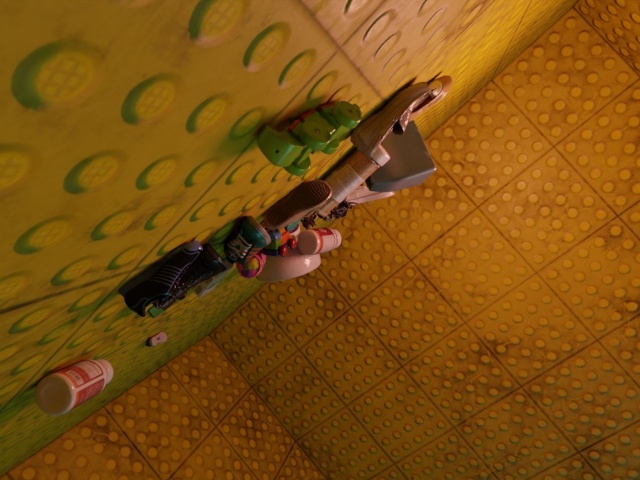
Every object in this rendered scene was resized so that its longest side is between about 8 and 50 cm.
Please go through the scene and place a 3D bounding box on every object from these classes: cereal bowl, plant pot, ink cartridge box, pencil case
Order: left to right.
[{"bbox_3d":[-0.386,0.124,1.677,0.225,0.056,0.181,-34,173,-47],"label":"ink cartridge box"},{"bbox_3d":[-0.266,0.082,1.620,0.104,0.104,0.236,-40,-175,-1],"label":"pencil case"},{"bbox_3d":[-0.172,0.078,2.067,0.339,0.141,0.339,-11,-166,3],"label":"cereal bowl"},{"bbox_3d":[0.302,-0.334,1.801,0.253,0.246,0.248,-24,175,-3],"label":"plant pot"}]

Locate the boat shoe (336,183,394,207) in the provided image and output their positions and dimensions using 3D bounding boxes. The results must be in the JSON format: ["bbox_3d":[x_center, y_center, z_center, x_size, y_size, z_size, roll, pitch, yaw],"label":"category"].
[{"bbox_3d":[0.192,-0.274,2.188,0.368,0.156,0.136,-11,-168,20],"label":"boat shoe"}]

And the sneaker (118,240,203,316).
[{"bbox_3d":[-0.386,0.096,1.069,0.232,0.090,0.081,-39,176,-20],"label":"sneaker"}]

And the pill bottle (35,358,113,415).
[{"bbox_3d":[-0.739,0.436,1.280,0.121,0.121,0.216,-41,176,4],"label":"pill bottle"}]

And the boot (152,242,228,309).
[{"bbox_3d":[-0.402,0.127,1.265,0.229,0.091,0.263,-39,178,-25],"label":"boot"}]

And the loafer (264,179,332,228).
[{"bbox_3d":[-0.082,-0.127,1.490,0.269,0.101,0.092,-30,175,-14],"label":"loafer"}]

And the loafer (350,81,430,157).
[{"bbox_3d":[0.243,-0.397,1.381,0.319,0.111,0.112,-40,176,-3],"label":"loafer"}]

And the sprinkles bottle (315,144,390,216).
[{"bbox_3d":[0.104,-0.249,1.652,0.355,0.121,0.121,-42,176,17],"label":"sprinkles bottle"}]

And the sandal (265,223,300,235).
[{"bbox_3d":[-0.153,-0.024,1.856,0.169,0.102,0.416,-42,175,7],"label":"sandal"}]

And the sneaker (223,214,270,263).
[{"bbox_3d":[-0.247,0.015,1.362,0.121,0.108,0.302,-44,179,-21],"label":"sneaker"}]

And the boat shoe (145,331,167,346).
[{"bbox_3d":[-0.759,0.458,1.935,0.040,0.049,0.142,-22,176,6],"label":"boat shoe"}]

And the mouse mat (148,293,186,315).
[{"bbox_3d":[-0.550,0.220,1.517,0.153,0.007,0.189,-39,175,-24],"label":"mouse mat"}]

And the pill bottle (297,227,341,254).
[{"bbox_3d":[0.000,0.000,1.986,0.121,0.121,0.221,-43,162,29],"label":"pill bottle"}]

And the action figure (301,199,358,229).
[{"bbox_3d":[0.038,-0.153,2.005,0.276,0.140,0.164,-24,170,-13],"label":"action figure"}]

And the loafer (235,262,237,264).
[{"bbox_3d":[-0.299,0.067,1.786,0.148,0.050,0.056,-47,-179,-34],"label":"loafer"}]

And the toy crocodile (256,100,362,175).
[{"bbox_3d":[-0.010,-0.242,0.926,0.340,0.105,0.115,-43,179,-44],"label":"toy crocodile"}]

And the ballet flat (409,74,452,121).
[{"bbox_3d":[0.400,-0.541,1.580,0.232,0.080,0.073,-43,161,12],"label":"ballet flat"}]

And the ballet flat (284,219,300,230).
[{"bbox_3d":[-0.086,-0.121,1.581,0.203,0.074,0.074,-51,179,-18],"label":"ballet flat"}]

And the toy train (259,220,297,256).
[{"bbox_3d":[-0.146,-0.041,1.633,0.248,0.105,0.143,-44,138,-62],"label":"toy train"}]
